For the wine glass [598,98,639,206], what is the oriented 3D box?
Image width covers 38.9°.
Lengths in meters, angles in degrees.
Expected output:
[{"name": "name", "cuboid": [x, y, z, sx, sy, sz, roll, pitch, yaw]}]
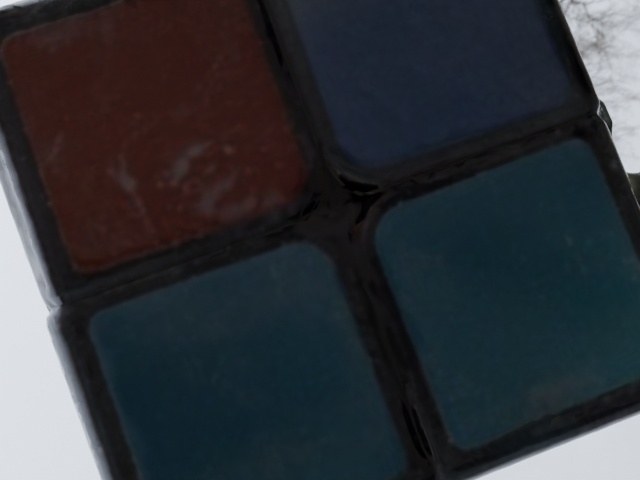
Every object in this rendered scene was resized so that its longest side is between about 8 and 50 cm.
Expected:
[{"name": "wine glass", "cuboid": [0.282, -0.023, 0.702, 0.241, 0.126, 0.126, 16, -105, -17]}]

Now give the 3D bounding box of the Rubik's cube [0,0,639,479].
[{"name": "Rubik's cube", "cuboid": [0.000, 0.000, 0.597, 0.318, 0.313, 0.316, -20, -94, -5]}]
